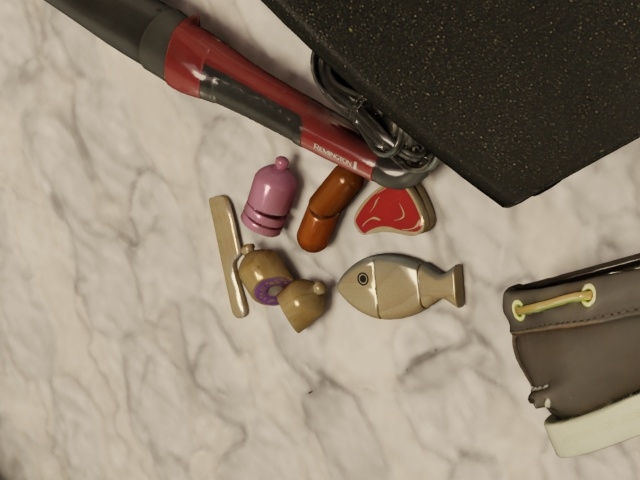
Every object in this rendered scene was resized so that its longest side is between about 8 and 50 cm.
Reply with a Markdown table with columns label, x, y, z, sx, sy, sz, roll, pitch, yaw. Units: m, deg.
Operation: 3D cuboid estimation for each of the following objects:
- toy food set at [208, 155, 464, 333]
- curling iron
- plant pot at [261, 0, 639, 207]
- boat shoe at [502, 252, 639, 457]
| label | x | y | z | sx | sy | sz | roll | pitch | yaw |
| --- | --- | --- | --- | --- | --- | --- | --- | --- | --- |
| toy food set | 0.000 | 0.000 | 0.799 | 0.122 | 0.019 | 0.078 | -11 | 92 | 36 |
| curling iron | -0.051 | -0.092 | 0.810 | 0.274 | 0.035 | 0.068 | 24 | 101 | 31 |
| plant pot | 0.088 | -0.123 | 0.628 | 0.187 | 0.188 | 0.167 | -30 | 94 | 35 |
| boat shoe | 0.158 | 0.010 | 0.652 | 0.227 | 0.081 | 0.069 | -28 | 86 | 38 |
